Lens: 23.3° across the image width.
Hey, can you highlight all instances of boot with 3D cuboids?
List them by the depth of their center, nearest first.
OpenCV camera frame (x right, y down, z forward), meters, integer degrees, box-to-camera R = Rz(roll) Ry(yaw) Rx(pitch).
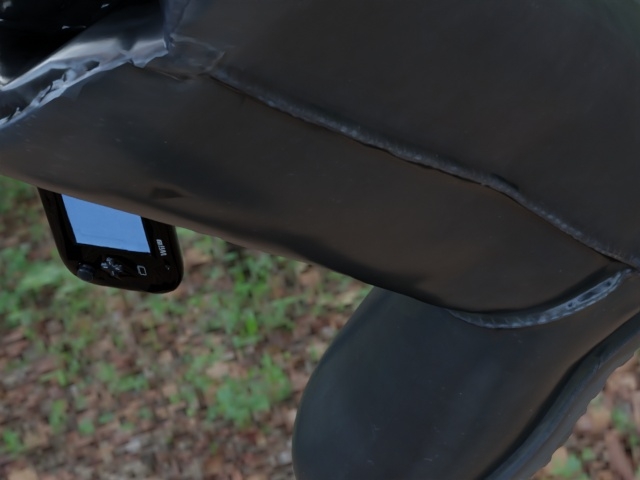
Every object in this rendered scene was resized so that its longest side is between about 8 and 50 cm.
[{"bbox_3d":[0.001,-0.002,0.720,0.445,0.367,0.146,17,33,-52],"label":"boot"}]

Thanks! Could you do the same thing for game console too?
[{"bbox_3d":[-0.157,-0.096,1.070,0.213,0.361,0.044,15,47,25],"label":"game console"}]
